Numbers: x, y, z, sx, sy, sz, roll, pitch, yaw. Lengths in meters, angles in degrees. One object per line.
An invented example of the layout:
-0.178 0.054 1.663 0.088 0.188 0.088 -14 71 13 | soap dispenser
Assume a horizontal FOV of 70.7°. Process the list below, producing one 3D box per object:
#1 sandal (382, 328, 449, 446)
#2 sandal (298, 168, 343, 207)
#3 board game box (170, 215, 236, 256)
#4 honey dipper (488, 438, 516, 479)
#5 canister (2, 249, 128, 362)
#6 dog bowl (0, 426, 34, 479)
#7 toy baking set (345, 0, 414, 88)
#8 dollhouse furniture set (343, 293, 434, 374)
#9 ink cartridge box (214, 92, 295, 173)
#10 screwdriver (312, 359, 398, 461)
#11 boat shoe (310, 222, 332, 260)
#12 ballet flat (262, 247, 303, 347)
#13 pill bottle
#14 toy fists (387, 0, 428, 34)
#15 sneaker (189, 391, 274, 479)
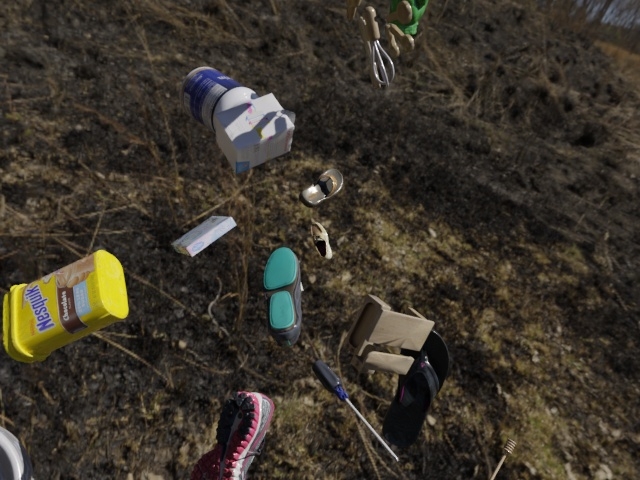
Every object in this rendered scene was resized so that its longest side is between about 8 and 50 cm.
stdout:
0.326 0.511 1.522 0.168 0.444 0.107 13 11 7 | sandal
0.010 -0.183 1.494 0.090 0.060 0.219 45 47 9 | sandal
-0.198 -0.009 0.759 0.090 0.020 0.090 -39 22 -25 | board game box
0.560 0.697 1.407 0.031 0.030 0.160 31 72 20 | honey dipper
-0.400 0.101 0.714 0.170 0.073 0.126 -25 61 4 | canister
-0.725 0.492 0.825 0.349 0.102 0.348 18 50 -23 | dog bowl
0.099 -0.401 0.845 0.030 0.256 0.196 -23 83 -12 | toy baking set
0.080 0.159 0.797 0.123 0.143 0.151 18 12 -35 | dollhouse furniture set
-0.123 -0.214 0.893 0.143 0.092 0.089 -28 76 -20 | ink cartridge box
0.041 0.213 0.579 0.024 0.025 0.170 -28 40 -23 | screwdriver
0.000 0.000 1.481 0.135 0.050 0.045 66 13 14 | boat shoe
-0.063 0.100 0.777 0.074 0.074 0.203 11 36 -14 | ballet flat
-0.250 -0.354 1.216 0.153 0.153 0.265 -15 42 -45 | pill bottle
0.230 -0.618 1.146 0.096 0.142 0.279 9 34 9 | toy fists
-0.192 0.494 1.024 0.121 0.298 0.112 23 -6 34 | sneaker
